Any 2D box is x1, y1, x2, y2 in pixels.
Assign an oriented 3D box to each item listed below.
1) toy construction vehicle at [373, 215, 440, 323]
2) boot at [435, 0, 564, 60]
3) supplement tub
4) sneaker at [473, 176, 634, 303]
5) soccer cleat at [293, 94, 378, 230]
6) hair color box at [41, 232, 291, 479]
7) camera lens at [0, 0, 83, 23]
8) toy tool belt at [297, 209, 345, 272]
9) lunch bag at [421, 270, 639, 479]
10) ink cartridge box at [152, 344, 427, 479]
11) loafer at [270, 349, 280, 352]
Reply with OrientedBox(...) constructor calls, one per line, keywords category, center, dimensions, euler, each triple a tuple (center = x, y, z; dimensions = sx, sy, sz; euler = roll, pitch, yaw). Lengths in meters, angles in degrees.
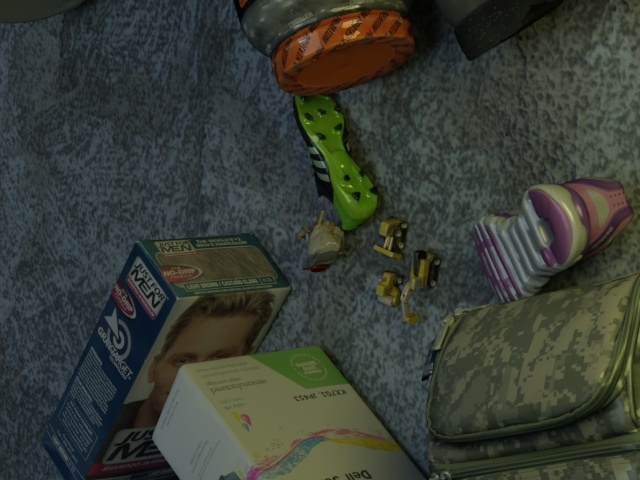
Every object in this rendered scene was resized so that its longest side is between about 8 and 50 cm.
OrientedBox(category="toy construction vehicle", center=(0.085, 0.032, 1.920), dimensions=(0.086, 0.035, 0.098), euler=(29, 114, 45))
OrientedBox(category="boot", center=(0.190, -0.331, 1.648), dimensions=(0.338, 0.118, 0.222), euler=(-31, 91, 41))
OrientedBox(category="supplement tub", center=(-0.015, -0.328, 1.887), dimensions=(0.193, 0.193, 0.316), euler=(-30, 71, 46))
OrientedBox(category="sneaker", center=(0.228, -0.006, 1.715), dimensions=(0.095, 0.104, 0.236), euler=(66, 159, 6))
OrientedBox(category="soccer cleat", center=(0.008, -0.093, 1.986), dimensions=(0.179, 0.060, 0.072), euler=(65, 148, 22))
OrientedBox(category="hair color box", center=(-0.193, 0.154, 2.147), dimensions=(0.105, 0.174, 0.347), euler=(52, 129, 32))
OrientedBox(category="camera lens", center=(-0.407, -0.452, 2.311), dimensions=(0.219, 0.219, 0.274), euler=(-40, 63, 43))
OrientedBox(category="toy tool belt", center=(0.000, 0.000, 2.010), dimensions=(0.083, 0.052, 0.051), euler=(116, 146, -69))
OrientedBox(category="lunch bag", center=(0.243, 0.166, 1.624), dimensions=(0.305, 0.212, 0.256), euler=(-18, 71, 50))
OrientedBox(category="ink cartridge box", center=(-0.002, 0.280, 1.910), dimensions=(0.353, 0.207, 0.119), euler=(49, 129, 33))
OrientedBox(category="loafer", center=(-0.084, 0.189, 2.113), dimensions=(0.061, 0.062, 0.170), euler=(56, 130, 37))
